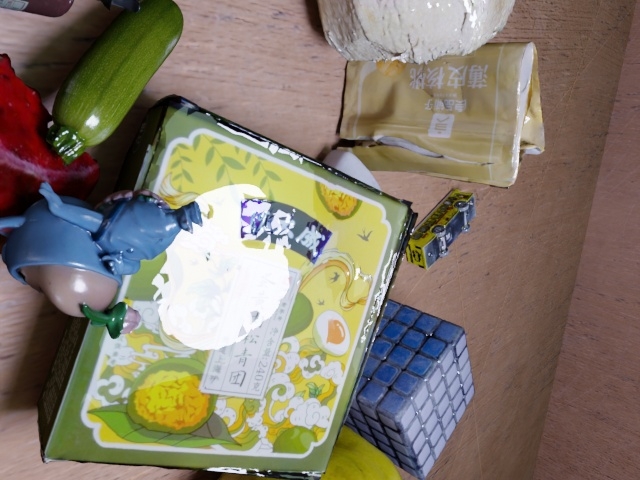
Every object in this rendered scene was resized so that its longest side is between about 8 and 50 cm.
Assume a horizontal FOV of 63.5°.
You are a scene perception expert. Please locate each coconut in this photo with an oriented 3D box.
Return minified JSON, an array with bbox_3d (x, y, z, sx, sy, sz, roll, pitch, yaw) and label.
[{"bbox_3d":[0.130,-0.409,0.735,0.297,0.297,0.254,-42,135,-31],"label":"coconut"}]

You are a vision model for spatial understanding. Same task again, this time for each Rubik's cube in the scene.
[{"bbox_3d":[0.147,0.286,1.048,0.237,0.237,0.238,-46,133,-27],"label":"Rubik's cube"}]

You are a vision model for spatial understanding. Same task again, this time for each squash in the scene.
[{"bbox_3d":[-0.209,-0.186,0.545,0.069,0.069,0.258,57,39,-43],"label":"squash"}]

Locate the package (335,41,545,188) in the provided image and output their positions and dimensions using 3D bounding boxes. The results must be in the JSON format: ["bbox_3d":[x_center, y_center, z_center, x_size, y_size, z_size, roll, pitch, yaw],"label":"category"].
[{"bbox_3d":[0.180,-0.190,0.847,0.165,0.311,0.221,-55,139,-24],"label":"package"}]

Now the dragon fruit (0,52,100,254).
[{"bbox_3d":[-0.354,-0.060,0.420,0.282,0.100,0.343,-42,146,-10],"label":"dragon fruit"}]

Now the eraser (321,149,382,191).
[{"bbox_3d":[0.000,0.000,0.884,0.270,0.095,0.174,-54,133,-18],"label":"eraser"}]

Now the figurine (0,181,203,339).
[{"bbox_3d":[-0.198,0.018,0.481,0.114,0.178,0.144,74,0,-83],"label":"figurine"}]

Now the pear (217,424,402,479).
[{"bbox_3d":[-0.028,0.497,0.829,0.418,0.362,0.362,-40,132,-47],"label":"pear"}]

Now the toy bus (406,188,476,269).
[{"bbox_3d":[0.289,-0.026,1.220,0.226,0.074,0.081,-44,132,-29],"label":"toy bus"}]

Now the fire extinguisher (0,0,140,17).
[{"bbox_3d":[-0.284,-0.242,0.465,0.231,0.099,0.071,-7,127,-46],"label":"fire extinguisher"}]

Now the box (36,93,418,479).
[{"bbox_3d":[-0.105,0.082,0.679,0.373,0.138,0.420,20,87,-31],"label":"box"}]
